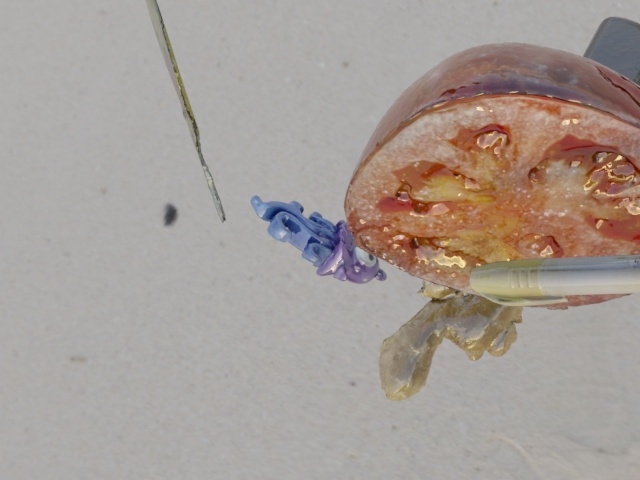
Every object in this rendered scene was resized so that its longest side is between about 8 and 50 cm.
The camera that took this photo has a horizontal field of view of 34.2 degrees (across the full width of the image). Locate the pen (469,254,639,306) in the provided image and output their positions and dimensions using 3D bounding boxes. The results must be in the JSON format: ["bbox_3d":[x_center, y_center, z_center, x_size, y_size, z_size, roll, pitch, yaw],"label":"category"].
[{"bbox_3d":[0.221,0.032,0.817,0.233,0.032,0.040,-3,81,39],"label":"pen"}]

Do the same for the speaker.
[{"bbox_3d":[0.544,-0.222,1.847,0.184,0.180,0.388,-1,47,45],"label":"speaker"}]

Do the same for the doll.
[{"bbox_3d":[0.000,0.000,1.328,0.067,0.206,0.110,-52,19,31],"label":"doll"}]

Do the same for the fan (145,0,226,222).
[{"bbox_3d":[-0.166,-0.176,1.221,0.011,0.335,0.229,-19,15,-7],"label":"fan"}]

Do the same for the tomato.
[{"bbox_3d":[0.198,-0.077,0.989,0.338,0.338,0.143,-14,50,32],"label":"tomato"}]

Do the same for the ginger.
[{"bbox_3d":[0.158,0.113,1.238,0.133,0.059,0.214,31,91,-5],"label":"ginger"}]
